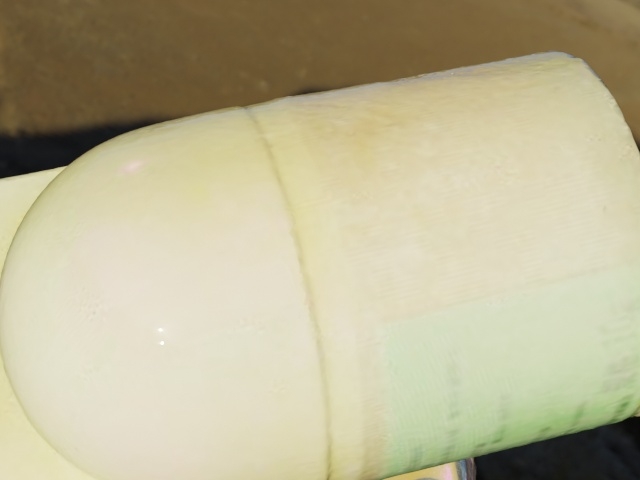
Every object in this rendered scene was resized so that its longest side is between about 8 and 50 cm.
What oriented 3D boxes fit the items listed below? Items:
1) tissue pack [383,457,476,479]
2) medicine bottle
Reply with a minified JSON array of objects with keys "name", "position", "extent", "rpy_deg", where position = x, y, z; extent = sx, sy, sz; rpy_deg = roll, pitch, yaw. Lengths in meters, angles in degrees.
[{"name":"tissue pack","position":[0.061,0.215,1.154],"extent":[0.115,0.065,0.155],"rpy_deg":[-7,35,9]},{"name":"medicine bottle","position":[-0.027,0.036,0.891],"extent":[0.406,0.236,0.236],"rpy_deg":[-12,28,-11]}]
